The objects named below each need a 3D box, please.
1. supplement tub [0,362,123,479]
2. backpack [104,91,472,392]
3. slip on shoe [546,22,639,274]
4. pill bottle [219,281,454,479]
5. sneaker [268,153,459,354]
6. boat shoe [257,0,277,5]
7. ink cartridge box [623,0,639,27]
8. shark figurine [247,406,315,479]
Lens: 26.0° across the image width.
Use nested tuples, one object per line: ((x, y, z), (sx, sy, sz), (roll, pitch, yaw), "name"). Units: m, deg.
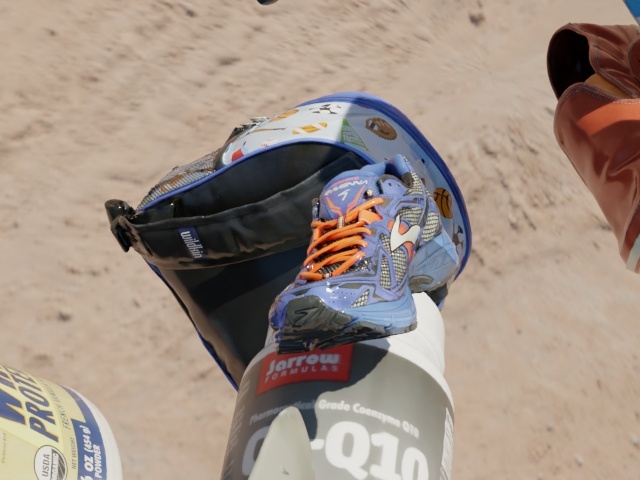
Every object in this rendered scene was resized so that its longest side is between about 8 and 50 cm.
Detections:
((-0.339, 0.188, 1.104), (0.228, 0.316, 0.228), (-19, 58, 34), "supplement tub")
((0.000, 0.000, 1.233), (0.263, 0.213, 0.276), (-22, 113, 38), "backpack")
((0.248, -0.087, 1.177), (0.101, 0.331, 0.123), (11, 127, -5), "slip on shoe")
((0.011, 0.163, 0.970), (0.161, 0.283, 0.161), (5, 135, 5), "pill bottle")
((0.018, 0.006, 0.802), (0.083, 0.221, 0.087), (-14, 99, 18), "sneaker")
((-0.049, -0.315, 1.524), (0.049, 0.042, 0.133), (24, 125, 2), "boat shoe")
((0.333, -0.245, 1.119), (0.171, 0.232, 0.168), (-21, 59, 22), "ink cartridge box")
((-0.024, 0.112, 0.425), (0.166, 0.278, 0.116), (2, 72, 9), "shark figurine")
